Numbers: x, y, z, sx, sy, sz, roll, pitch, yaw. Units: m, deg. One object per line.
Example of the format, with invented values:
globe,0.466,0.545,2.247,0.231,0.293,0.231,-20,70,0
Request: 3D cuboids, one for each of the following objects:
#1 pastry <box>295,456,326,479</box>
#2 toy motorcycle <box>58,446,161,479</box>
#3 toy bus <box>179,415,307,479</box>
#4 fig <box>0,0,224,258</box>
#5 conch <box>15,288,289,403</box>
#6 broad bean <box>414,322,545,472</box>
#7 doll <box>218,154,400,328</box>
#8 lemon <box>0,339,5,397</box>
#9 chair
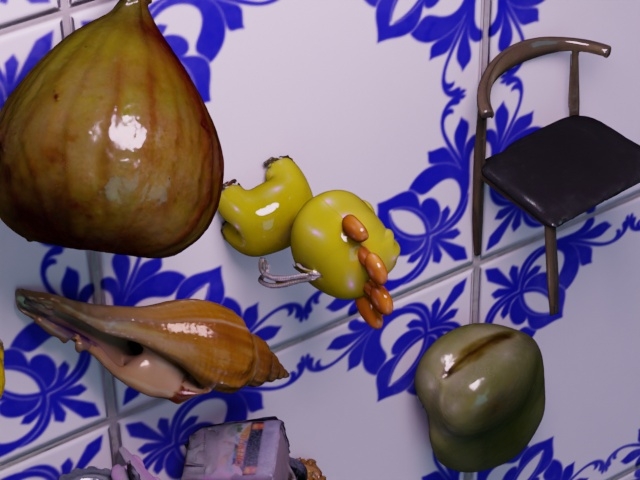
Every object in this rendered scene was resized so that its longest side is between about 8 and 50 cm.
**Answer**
pastry,-0.013,0.340,2.154,0.087,0.063,0.169,-34,134,-19
toy motorcycle,-0.141,0.340,1.870,0.188,0.327,0.143,-25,142,-34
toy bus,-0.072,0.351,2.051,0.138,0.112,0.317,-3,127,10
fig,-0.185,-0.147,1.602,0.217,0.217,0.321,5,96,-41
conch,-0.172,0.099,1.854,0.330,0.093,0.109,21,123,-25
broad bean,0.204,0.195,2.210,0.189,0.121,0.263,-46,152,-11
doll,0.000,0.000,1.821,0.135,0.221,0.143,-31,137,-24
lemon,-0.361,0.135,1.698,0.133,0.109,0.109,-38,136,-22
chair,0.277,-0.080,2.023,0.188,0.166,0.272,-28,133,-22
